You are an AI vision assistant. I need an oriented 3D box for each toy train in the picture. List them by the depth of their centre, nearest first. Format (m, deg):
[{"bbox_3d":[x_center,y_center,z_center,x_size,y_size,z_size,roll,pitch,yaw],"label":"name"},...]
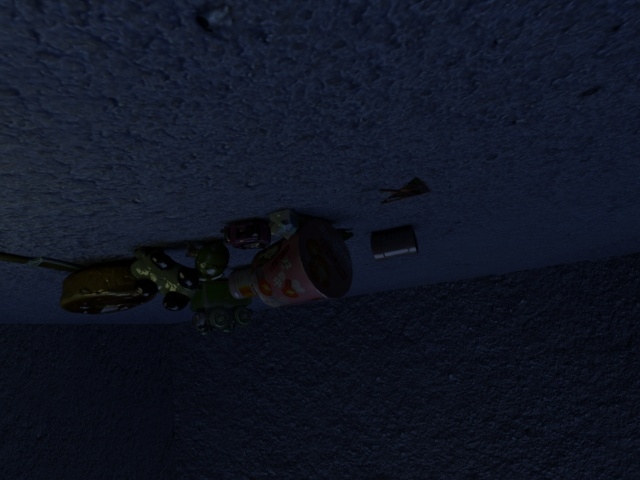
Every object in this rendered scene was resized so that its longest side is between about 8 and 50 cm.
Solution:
[{"bbox_3d":[-0.477,0.317,2.094,0.307,0.249,0.173,5,159,-44],"label":"toy train"}]

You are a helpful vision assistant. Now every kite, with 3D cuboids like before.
[{"bbox_3d":[0.218,-0.123,1.118,0.159,0.010,0.190,-2,165,-19],"label":"kite"}]

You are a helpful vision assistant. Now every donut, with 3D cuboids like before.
[{"bbox_3d":[-0.737,0.164,1.529,0.329,0.160,0.330,-6,161,-2],"label":"donut"}]

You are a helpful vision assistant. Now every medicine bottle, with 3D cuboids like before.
[{"bbox_3d":[-0.256,0.168,1.843,0.249,0.133,0.133,-13,166,21],"label":"medicine bottle"}]

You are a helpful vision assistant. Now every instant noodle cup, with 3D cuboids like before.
[{"bbox_3d":[-0.065,0.082,1.293,0.231,0.243,0.243,-22,161,34],"label":"instant noodle cup"}]

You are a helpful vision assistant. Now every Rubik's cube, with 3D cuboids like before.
[{"bbox_3d":[-0.100,-0.039,1.171,0.084,0.073,0.075,-20,162,36],"label":"Rubik's cube"}]

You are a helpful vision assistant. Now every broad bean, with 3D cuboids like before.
[{"bbox_3d":[-0.555,0.152,1.783,0.325,0.067,0.075,-5,137,1],"label":"broad bean"}]

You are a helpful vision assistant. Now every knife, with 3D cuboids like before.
[{"bbox_3d":[-0.867,0.068,1.326,0.061,0.027,0.343,-14,166,10],"label":"knife"}]

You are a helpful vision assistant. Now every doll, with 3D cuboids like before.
[{"bbox_3d":[-0.486,0.113,1.352,0.234,0.144,0.135,31,-179,-11],"label":"doll"}]

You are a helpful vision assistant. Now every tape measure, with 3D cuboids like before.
[{"bbox_3d":[-0.204,-0.011,1.230,0.125,0.074,0.118,-8,168,14],"label":"tape measure"}]

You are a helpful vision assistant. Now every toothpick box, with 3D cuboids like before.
[{"bbox_3d":[0.261,0.014,1.526,0.148,0.099,0.098,-12,166,19],"label":"toothpick box"}]

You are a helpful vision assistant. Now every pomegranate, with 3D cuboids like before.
[{"bbox_3d":[-0.359,0.051,1.362,0.161,0.122,0.122,26,156,-16],"label":"pomegranate"}]

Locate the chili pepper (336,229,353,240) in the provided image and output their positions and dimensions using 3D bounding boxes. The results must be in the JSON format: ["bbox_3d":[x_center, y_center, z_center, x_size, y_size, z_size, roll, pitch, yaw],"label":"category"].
[{"bbox_3d":[0.000,0.000,1.442,0.226,0.059,0.088,-10,167,-1],"label":"chili pepper"}]
